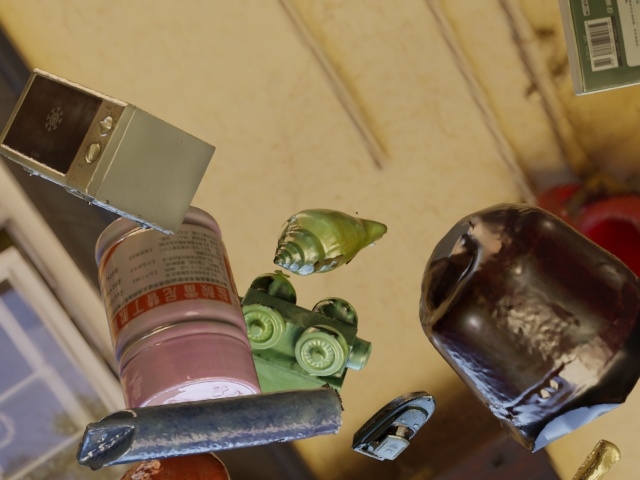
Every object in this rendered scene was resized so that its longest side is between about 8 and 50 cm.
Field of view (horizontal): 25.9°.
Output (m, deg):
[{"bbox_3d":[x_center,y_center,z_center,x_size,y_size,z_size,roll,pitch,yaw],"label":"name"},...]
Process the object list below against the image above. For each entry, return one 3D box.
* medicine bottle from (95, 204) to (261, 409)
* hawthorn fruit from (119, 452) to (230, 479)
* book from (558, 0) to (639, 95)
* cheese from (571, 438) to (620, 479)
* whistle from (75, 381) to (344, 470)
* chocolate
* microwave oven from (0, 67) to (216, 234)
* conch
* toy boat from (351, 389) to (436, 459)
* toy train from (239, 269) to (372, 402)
[{"bbox_3d":[-0.215,0.123,2.080,0.202,0.202,0.316,61,-171,-57],"label":"medicine bottle"},{"bbox_3d":[-0.247,0.421,2.166,0.243,0.207,0.207,-5,123,55],"label":"hawthorn fruit"},{"bbox_3d":[0.374,-0.275,1.490,0.027,0.264,0.202,-179,77,-72],"label":"book"},{"bbox_3d":[0.388,0.319,1.946,0.044,0.083,0.030,32,-174,-25],"label":"cheese"},{"bbox_3d":[-0.118,0.201,1.524,0.062,0.304,0.062,11,103,59],"label":"whistle"},{"bbox_3d":[0.342,0.110,2.392,0.331,0.383,0.383,39,-177,-22],"label":"chocolate"},{"bbox_3d":[-0.287,-0.116,1.874,0.240,0.145,0.194,23,175,46],"label":"microwave oven"},{"bbox_3d":[0.001,0.003,1.731,0.201,0.095,0.079,4,-113,-61],"label":"conch"},{"bbox_3d":[0.102,0.239,1.825,0.055,0.141,0.060,25,-142,-27],"label":"toy boat"},{"bbox_3d":[-0.053,0.182,2.399,0.272,0.188,0.159,20,-154,2],"label":"toy train"}]
